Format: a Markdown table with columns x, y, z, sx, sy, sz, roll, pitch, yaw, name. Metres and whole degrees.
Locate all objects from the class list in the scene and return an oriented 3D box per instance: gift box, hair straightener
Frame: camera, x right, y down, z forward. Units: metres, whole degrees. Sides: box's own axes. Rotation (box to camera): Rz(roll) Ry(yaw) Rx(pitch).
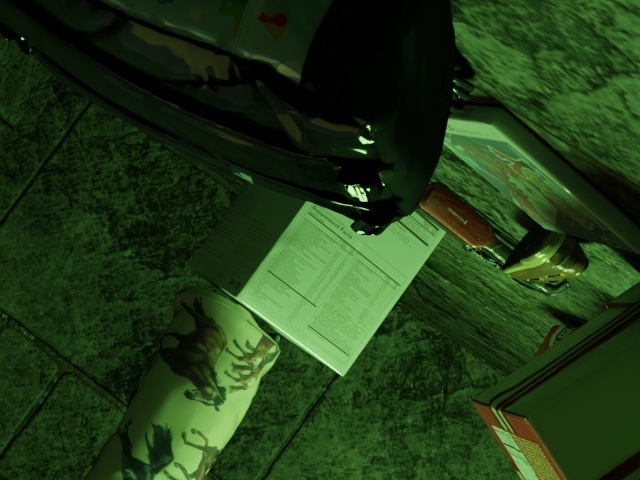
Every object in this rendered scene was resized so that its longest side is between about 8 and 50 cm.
| x | y | z | sx | sy | sz | roll | pitch | yaw | name |
| --- | --- | --- | --- | --- | --- | --- | --- | --- | --- |
| 0.336 | 0.195 | 1.289 | 0.276 | 0.258 | 0.255 | 57 | 173 | -6 | gift box |
| 0.215 | 0.002 | 1.697 | 0.230 | 0.047 | 0.089 | 32 | 176 | -9 | hair straightener |

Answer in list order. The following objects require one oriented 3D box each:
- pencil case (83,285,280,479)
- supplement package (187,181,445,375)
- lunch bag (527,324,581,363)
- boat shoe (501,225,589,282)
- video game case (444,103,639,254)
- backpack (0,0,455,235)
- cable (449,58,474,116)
| x | y | z | sx | sy | sz | roll | pitch | yaw | name |
| --- | --- | --- | --- | --- | --- | --- | --- | --- | --- |
| -0.205 | 0.266 | 1.741 | 0.160 | 0.410 | 0.183 | 28 | 169 | -3 | pencil case |
| 0.000 | 0.000 | 1.785 | 0.198 | 0.262 | 0.199 | 38 | 175 | -26 | supplement package |
| 0.456 | 0.241 | 1.905 | 0.293 | 0.120 | 0.258 | 39 | 170 | -16 | lunch bag |
| 0.248 | 0.023 | 1.483 | 0.060 | 0.064 | 0.178 | 38 | 173 | -2 | boat shoe |
| 0.194 | -0.062 | 1.267 | 0.201 | 0.023 | 0.183 | 37 | 175 | -20 | video game case |
| -0.084 | -0.176 | 0.948 | 0.355 | 0.273 | 0.290 | 12 | 172 | 12 | backpack |
| 0.062 | -0.154 | 1.143 | 0.150 | 0.047 | 0.184 | 36 | 175 | -6 | cable |
